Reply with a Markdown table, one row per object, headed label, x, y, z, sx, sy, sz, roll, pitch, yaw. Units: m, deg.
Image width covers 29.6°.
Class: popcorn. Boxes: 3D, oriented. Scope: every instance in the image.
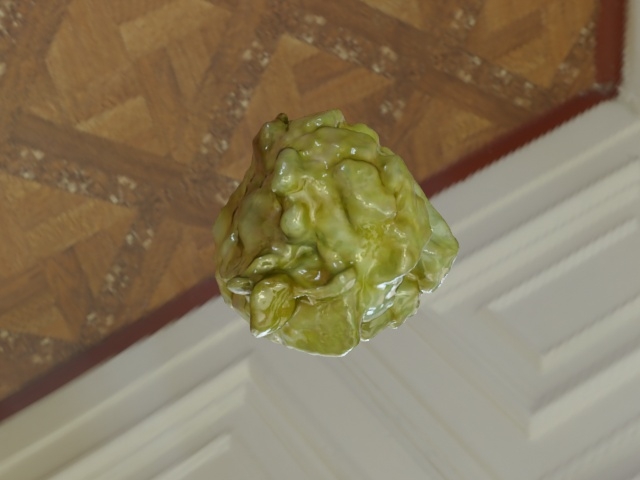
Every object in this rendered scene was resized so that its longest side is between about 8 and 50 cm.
| label | x | y | z | sx | sy | sz | roll | pitch | yaw |
| --- | --- | --- | --- | --- | --- | --- | --- | --- | --- |
| popcorn | 0.001 | 0.001 | 0.926 | 0.185 | 0.167 | 0.187 | -50 | 162 | -9 |
